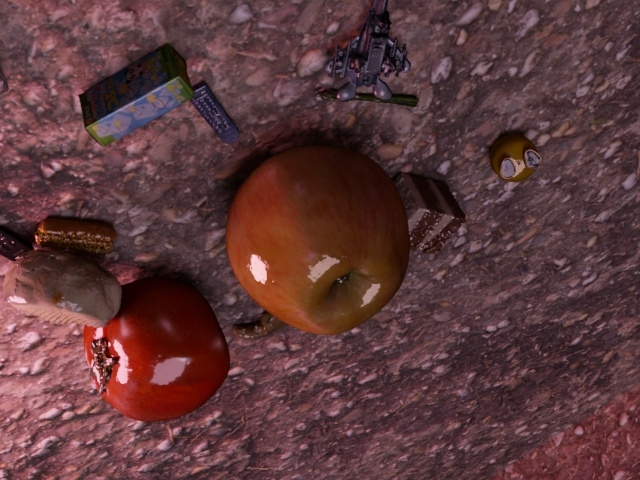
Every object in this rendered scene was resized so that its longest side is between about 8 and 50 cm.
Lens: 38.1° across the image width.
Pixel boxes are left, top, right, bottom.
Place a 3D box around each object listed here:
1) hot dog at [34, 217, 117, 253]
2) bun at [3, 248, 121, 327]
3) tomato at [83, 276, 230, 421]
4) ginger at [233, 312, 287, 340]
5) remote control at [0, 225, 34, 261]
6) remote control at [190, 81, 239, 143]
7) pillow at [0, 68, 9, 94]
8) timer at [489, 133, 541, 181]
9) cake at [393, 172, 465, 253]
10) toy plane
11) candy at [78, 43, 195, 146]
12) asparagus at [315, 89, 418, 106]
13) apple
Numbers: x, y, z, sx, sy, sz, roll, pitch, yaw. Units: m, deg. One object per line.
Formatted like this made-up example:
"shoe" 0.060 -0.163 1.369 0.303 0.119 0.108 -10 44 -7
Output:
"hot dog" -0.498 -0.010 1.885 0.165 0.045 0.071 6 137 -30
"bun" -0.532 0.094 1.903 0.239 0.141 0.239 8 162 3
"tomato" -0.367 0.247 2.078 0.290 0.293 0.325 -8 138 -37
"ginger" -0.132 0.208 2.309 0.173 0.051 0.069 -31 138 12
"remote control" -0.667 -0.025 1.810 0.063 0.025 0.245 -30 142 15
"remote control" -0.200 -0.238 1.751 0.044 0.027 0.152 -21 141 12
"pillow" -0.649 -0.258 1.512 0.248 0.049 0.135 -17 138 -8
"timer" 0.427 -0.183 2.055 0.107 0.109 0.107 -2 112 -6
"cake" 0.217 -0.059 2.066 0.147 0.134 0.135 7 134 -40
"toy plane" 0.101 -0.362 1.684 0.169 0.078 0.246 -4 140 -19
"candy" -0.322 -0.253 1.619 0.195 0.097 0.062 -27 143 10
"asparagus" 0.092 -0.281 1.828 0.233 0.022 0.023 -1 -177 -26
"apple" 0.000 0.000 1.873 0.392 0.346 0.391 -13 137 -12
